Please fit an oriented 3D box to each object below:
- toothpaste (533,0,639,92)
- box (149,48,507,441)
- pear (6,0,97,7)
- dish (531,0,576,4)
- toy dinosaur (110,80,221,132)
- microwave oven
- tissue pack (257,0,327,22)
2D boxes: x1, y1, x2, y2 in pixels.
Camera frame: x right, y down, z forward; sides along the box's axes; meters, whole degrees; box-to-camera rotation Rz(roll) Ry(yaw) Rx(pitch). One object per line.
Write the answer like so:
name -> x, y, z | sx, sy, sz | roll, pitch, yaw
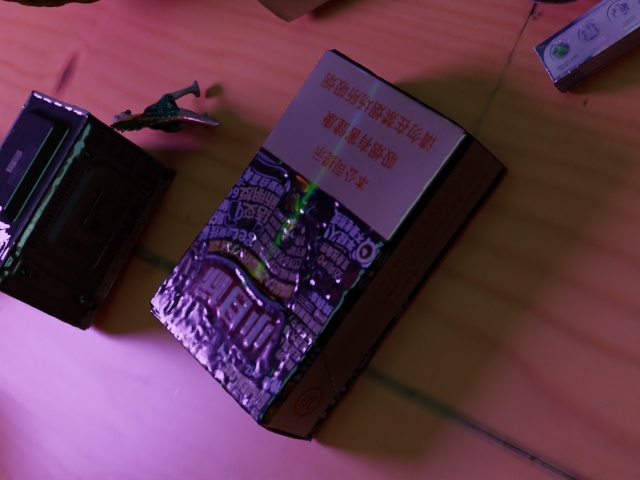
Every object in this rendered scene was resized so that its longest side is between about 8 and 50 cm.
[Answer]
toothpaste -> 0.273, -0.195, 0.936 | 0.196, 0.040, 0.047 | -34, 58, 21
box -> 0.000, 0.000, 1.030 | 0.198, 0.084, 0.310 | 39, 96, 40
pear -> -0.301, -0.464, 1.298 | 0.352, 0.352, 0.413 | -3, 80, 36
dish -> 0.205, -0.274, 1.008 | 0.141, 0.078, 0.141 | 0, 89, 4
toy dinosaur -> -0.173, -0.131, 1.208 | 0.106, 0.044, 0.187 | -13, 25, -11
microwave oven -> -0.277, -0.029, 1.202 | 0.129, 0.163, 0.205 | 23, 83, 39
tissue pack -> 0.023, -0.351, 1.137 | 0.234, 0.125, 0.159 | -25, 57, 28
